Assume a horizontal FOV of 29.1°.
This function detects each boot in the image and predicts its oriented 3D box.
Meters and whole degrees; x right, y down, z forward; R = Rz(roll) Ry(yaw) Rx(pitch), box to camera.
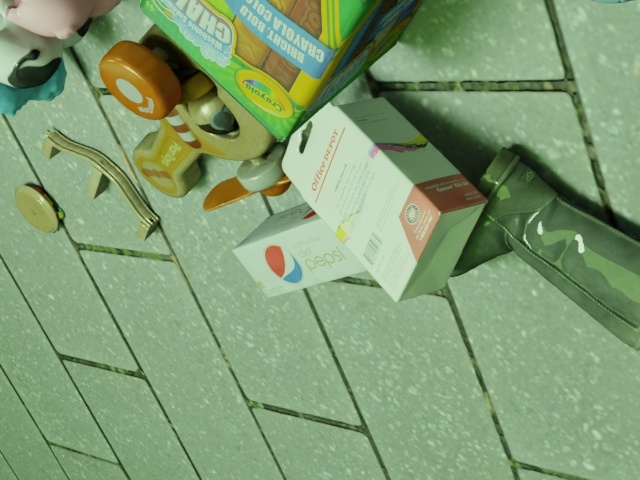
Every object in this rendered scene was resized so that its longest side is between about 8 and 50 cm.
[{"bbox_3d":[0.218,0.028,1.145,0.208,0.076,0.190,34,146,5],"label":"boot"}]

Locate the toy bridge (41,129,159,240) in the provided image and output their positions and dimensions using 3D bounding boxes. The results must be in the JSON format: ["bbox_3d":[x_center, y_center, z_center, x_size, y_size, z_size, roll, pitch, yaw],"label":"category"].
[{"bbox_3d":[-0.282,-0.080,1.573,0.188,0.026,0.063,40,142,7],"label":"toy bridge"}]

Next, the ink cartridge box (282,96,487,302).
[{"bbox_3d":[0.053,-0.053,1.156,0.198,0.067,0.115,49,135,29],"label":"ink cartridge box"}]

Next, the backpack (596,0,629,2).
[{"bbox_3d":[0.183,-0.235,0.840,0.173,0.158,0.117,29,152,2],"label":"backpack"}]

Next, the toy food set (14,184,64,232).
[{"bbox_3d":[-0.396,-0.044,1.732,0.083,0.020,0.083,52,144,-10],"label":"toy food set"}]

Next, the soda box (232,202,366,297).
[{"bbox_3d":[0.000,0.000,1.329,0.216,0.069,0.074,-18,112,53],"label":"soda box"}]

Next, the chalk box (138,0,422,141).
[{"bbox_3d":[-0.019,-0.223,1.026,0.180,0.179,0.289,42,145,6],"label":"chalk box"}]

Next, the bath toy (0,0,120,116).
[{"bbox_3d":[-0.261,-0.253,1.294,0.129,0.151,0.348,19,151,-27],"label":"bath toy"}]

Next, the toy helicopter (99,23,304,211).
[{"bbox_3d":[-0.122,-0.115,1.321,0.235,0.140,0.355,38,156,-5],"label":"toy helicopter"}]
